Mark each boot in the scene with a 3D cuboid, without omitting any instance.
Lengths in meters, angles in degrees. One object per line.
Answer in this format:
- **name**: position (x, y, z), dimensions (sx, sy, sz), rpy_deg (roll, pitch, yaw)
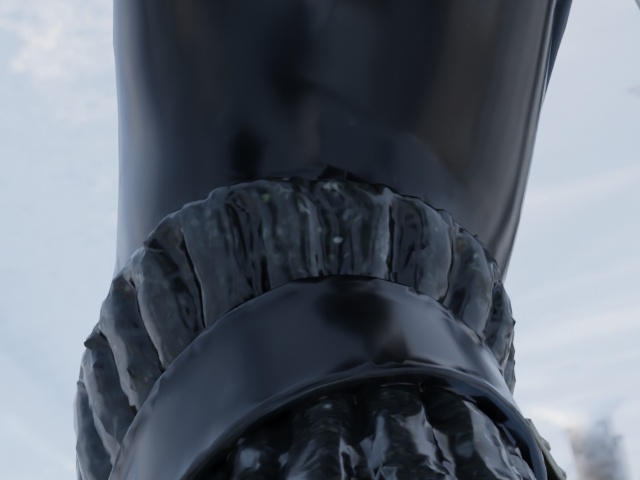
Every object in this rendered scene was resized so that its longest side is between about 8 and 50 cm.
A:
- **boot**: position (0.004, 0.001, 0.442), dimensions (0.131, 0.348, 0.260), rpy_deg (4, -160, -1)

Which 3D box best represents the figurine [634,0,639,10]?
- **figurine**: position (0.219, -0.029, 0.747), dimensions (0.092, 0.209, 0.215), rpy_deg (-12, -171, -33)
